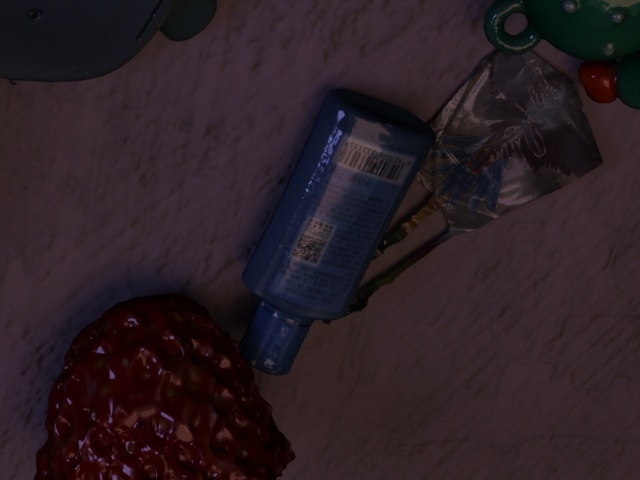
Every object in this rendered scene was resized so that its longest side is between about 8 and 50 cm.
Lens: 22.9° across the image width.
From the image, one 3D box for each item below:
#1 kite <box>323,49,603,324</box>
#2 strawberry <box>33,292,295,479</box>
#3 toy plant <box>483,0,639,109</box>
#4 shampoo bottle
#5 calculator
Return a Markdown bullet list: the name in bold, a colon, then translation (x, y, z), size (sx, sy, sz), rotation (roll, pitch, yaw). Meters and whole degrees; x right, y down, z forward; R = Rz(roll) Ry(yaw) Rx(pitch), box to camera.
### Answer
- **kite**: translation (0.100, -0.049, 1.411), size (0.310, 0.015, 0.169), rotation (-34, 126, 4)
- **strawberry**: translation (-0.143, 0.134, 1.367), size (0.234, 0.234, 0.178), rotation (-6, 97, -18)
- **toy plant**: translation (0.323, -0.235, 1.266), size (0.400, 0.185, 0.279), rotation (-20, 150, 2)
- **shampoo bottle**: translation (0.000, 0.000, 1.361), size (0.104, 0.061, 0.258), rotation (18, 111, -23)
- **calculator**: translation (-0.194, -0.184, 1.134), size (0.299, 0.041, 0.185), rotation (3, 141, -39)
